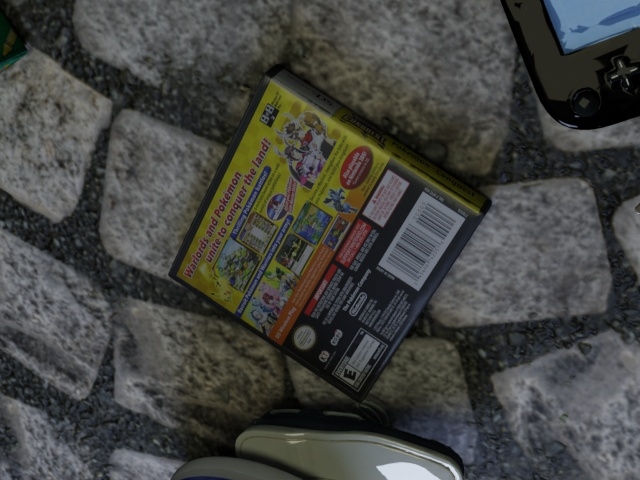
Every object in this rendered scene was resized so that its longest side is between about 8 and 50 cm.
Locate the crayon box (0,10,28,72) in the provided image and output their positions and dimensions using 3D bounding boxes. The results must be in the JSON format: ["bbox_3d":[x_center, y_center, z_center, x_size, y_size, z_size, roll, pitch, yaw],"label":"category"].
[{"bbox_3d":[-0.464,-0.196,1.308,0.278,0.081,0.165,-28,101,32],"label":"crayon box"}]

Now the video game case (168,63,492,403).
[{"bbox_3d":[0.000,0.000,1.228,0.248,0.035,0.275,33,124,6],"label":"video game case"}]

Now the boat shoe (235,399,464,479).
[{"bbox_3d":[0.036,0.222,1.295,0.255,0.079,0.095,-2,115,27],"label":"boat shoe"}]

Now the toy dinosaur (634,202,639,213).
[{"bbox_3d":[0.338,-0.069,0.987,0.121,0.160,0.313,22,115,13],"label":"toy dinosaur"}]

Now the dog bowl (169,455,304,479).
[{"bbox_3d":[-0.068,0.359,1.345,0.265,0.104,0.265,17,140,15],"label":"dog bowl"}]

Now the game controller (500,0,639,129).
[{"bbox_3d":[0.215,-0.250,0.990,0.166,0.067,0.319,-16,108,29],"label":"game controller"}]
